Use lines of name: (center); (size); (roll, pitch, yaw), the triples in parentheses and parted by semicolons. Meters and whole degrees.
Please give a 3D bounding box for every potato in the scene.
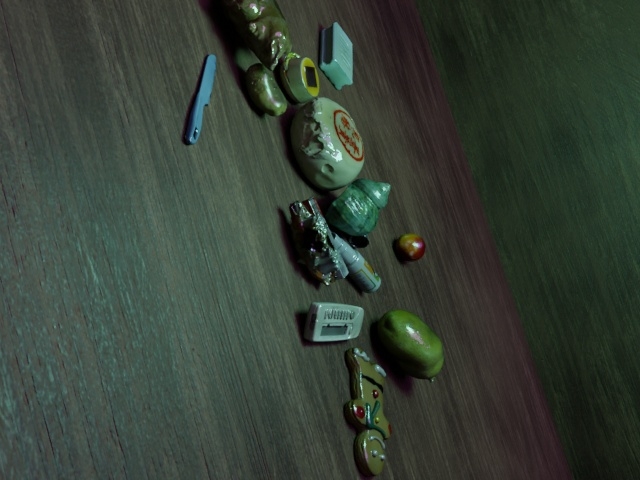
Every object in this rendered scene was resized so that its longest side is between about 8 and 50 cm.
potato: (0.250, 0.288, 1.798); (0.248, 0.143, 0.169); (43, -1, -34)
potato: (-0.138, -0.369, 1.585); (0.137, 0.070, 0.091); (63, 26, -17)

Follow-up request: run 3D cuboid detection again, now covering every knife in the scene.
knife: (-0.254, -0.313, 1.396); (0.044, 0.019, 0.313); (54, 30, -44)

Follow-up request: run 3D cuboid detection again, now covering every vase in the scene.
vase: (0.119, -0.055, 1.866); (0.059, 0.059, 0.167); (51, 33, -33)

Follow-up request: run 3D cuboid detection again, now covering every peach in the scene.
peach: (0.292, 0.022, 2.105); (0.101, 0.101, 0.100); (40, 39, -44)

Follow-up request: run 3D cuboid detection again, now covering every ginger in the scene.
ginger: (-0.147, -0.530, 1.566); (0.219, 0.123, 0.270); (30, 25, -50)

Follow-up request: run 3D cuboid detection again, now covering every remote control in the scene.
remote control: (0.032, 0.194, 1.541); (0.230, 0.049, 0.090); (13, 91, -60)

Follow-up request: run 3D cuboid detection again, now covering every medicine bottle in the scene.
medicine bottle: (0.081, 0.050, 1.737); (0.220, 0.061, 0.092); (48, 10, -36)

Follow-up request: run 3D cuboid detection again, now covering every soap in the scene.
soap: (0.053, -0.604, 2.099); (0.119, 0.067, 0.198); (44, 36, -44)

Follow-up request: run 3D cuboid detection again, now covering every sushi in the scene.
sushi: (-0.014, 0.010, 1.537); (0.097, 0.103, 0.226); (-38, 105, -44)

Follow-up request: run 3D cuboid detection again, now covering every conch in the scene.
conch: (0.104, -0.093, 1.741); (0.188, 0.122, 0.175); (-56, 143, -27)

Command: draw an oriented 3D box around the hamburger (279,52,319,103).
hamburger: (-0.061, -0.449, 1.772); (0.126, 0.082, 0.141); (-54, 133, -56)

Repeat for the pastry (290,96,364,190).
pastry: (0.018, -0.263, 1.744); (0.265, 0.133, 0.264); (36, 43, -42)

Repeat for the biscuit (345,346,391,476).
biscuit: (0.124, 0.423, 1.576); (0.197, 0.049, 0.301); (40, 40, -41)

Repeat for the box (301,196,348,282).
box: (0.000, 0.000, 1.615); (0.218, 0.055, 0.039); (66, 25, -10)
